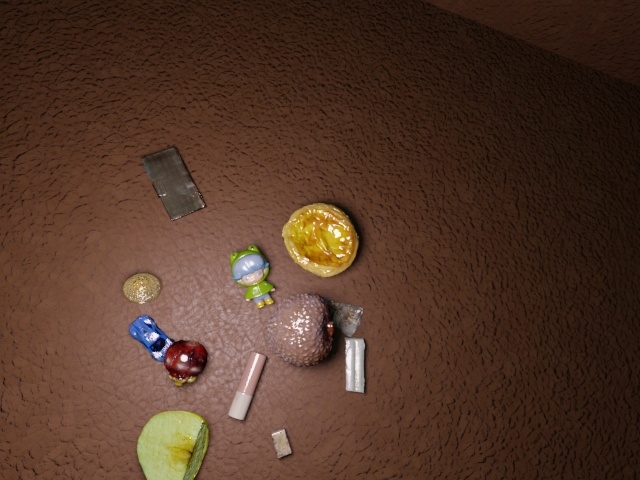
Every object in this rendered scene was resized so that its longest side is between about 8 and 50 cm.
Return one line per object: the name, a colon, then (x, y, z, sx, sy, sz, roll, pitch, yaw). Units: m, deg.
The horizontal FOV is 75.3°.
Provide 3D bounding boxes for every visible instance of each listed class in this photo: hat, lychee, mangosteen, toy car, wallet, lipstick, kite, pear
hat: (-0.734, 0.182, 1.706, 0.146, 0.067, 0.145, -11, 119, -20)
lychee: (-0.073, 0.353, 1.662, 0.300, 0.300, 0.299, 2, 76, -9)
mangosteen: (-0.525, 0.478, 1.609, 0.166, 0.166, 0.180, 9, 83, -7)
toy car: (-0.669, 0.394, 1.657, 0.216, 0.063, 0.103, 44, 74, 3)
wallet: (-0.649, -0.251, 1.833, 0.169, 0.044, 0.316, -27, 83, -18)
lipstick: (-0.292, 0.580, 1.668, 0.070, 0.070, 0.254, 20, 74, -4)
kite: (0.065, 0.315, 1.822, 0.245, 0.015, 0.141, 26, 71, -3)
pear: (-0.557, 0.768, 1.552, 0.240, 0.139, 0.287, 14, 78, 10)

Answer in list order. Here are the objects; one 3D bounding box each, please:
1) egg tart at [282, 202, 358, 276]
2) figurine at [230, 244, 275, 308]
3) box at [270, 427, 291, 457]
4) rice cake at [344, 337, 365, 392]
egg tart: (0.001, 0.001, 1.829, 0.342, 0.132, 0.340, 2, 76, -10)
figurine: (-0.283, 0.157, 1.749, 0.162, 0.143, 0.263, -22, 97, -6)
box: (-0.157, 0.803, 1.647, 0.062, 0.045, 0.098, -15, 78, -12)
rice cake: (0.145, 0.529, 1.767, 0.085, 0.040, 0.226, 3, 76, -9)
